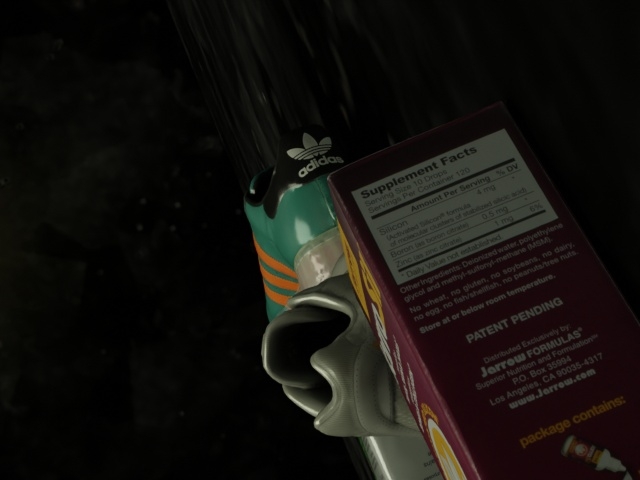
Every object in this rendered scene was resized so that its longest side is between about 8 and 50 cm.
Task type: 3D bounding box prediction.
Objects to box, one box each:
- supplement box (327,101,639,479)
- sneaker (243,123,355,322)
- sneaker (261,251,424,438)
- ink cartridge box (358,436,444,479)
[{"bbox_3d":[0.078,0.055,0.494,0.104,0.081,0.188,74,172,-56],"label":"supplement box"},{"bbox_3d":[0.000,0.000,0.995,0.302,0.108,0.121,114,135,-72],"label":"sneaker"},{"bbox_3d":[0.022,0.043,0.708,0.262,0.121,0.099,-145,53,-77],"label":"sneaker"},{"bbox_3d":[0.102,0.193,0.818,0.153,0.087,0.208,88,159,-77],"label":"ink cartridge box"}]
